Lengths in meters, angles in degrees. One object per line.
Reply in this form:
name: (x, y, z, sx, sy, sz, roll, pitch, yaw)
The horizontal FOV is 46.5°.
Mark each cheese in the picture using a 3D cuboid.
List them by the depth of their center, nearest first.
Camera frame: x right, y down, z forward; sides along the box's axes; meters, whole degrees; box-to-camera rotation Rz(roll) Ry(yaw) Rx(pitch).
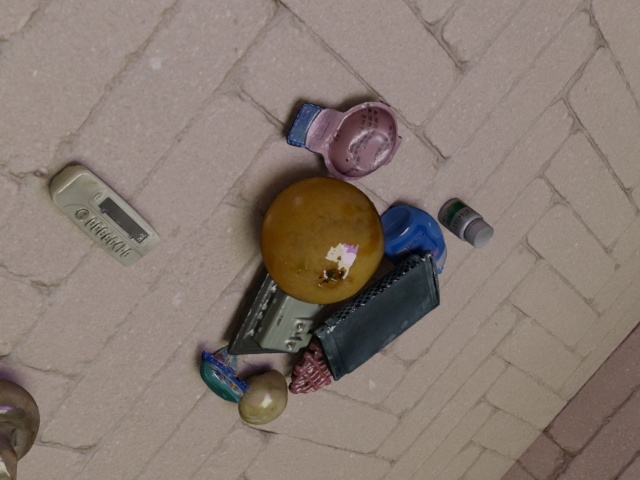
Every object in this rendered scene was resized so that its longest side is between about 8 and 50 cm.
cheese: (0.057, -0.209, 1.521, 0.285, 0.074, 0.189, 8, 116, -39)

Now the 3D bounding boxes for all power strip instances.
power strip: (-0.065, 0.169, 1.711, 0.251, 0.092, 0.257, 11, 114, -43)

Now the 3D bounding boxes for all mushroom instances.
mushroom: (-0.602, 0.358, 1.341, 0.204, 0.204, 0.204, -22, 134, -25)
mushroom: (-0.141, 0.379, 1.804, 0.148, 0.112, 0.148, -24, 137, -25)

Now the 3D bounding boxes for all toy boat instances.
toy boat: (-0.221, 0.287, 1.703, 0.175, 0.091, 0.110, 58, 46, -45)

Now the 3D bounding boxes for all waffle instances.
waffle: (0.016, 0.302, 1.894, 0.234, 0.055, 0.221, -8, 131, -47)

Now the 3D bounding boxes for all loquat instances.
loquat: (0.000, 0.000, 1.527, 0.263, 0.263, 0.263, -22, 134, -25)

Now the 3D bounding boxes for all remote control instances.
remote control: (-0.379, -0.044, 1.310, 0.090, 0.049, 0.230, -42, 139, -5)

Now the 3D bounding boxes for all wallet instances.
wallet: (0.139, 0.177, 1.805, 0.342, 0.075, 0.237, -35, 144, -13)

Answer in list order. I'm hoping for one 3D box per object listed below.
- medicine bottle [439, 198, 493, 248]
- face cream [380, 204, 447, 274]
medicine bottle: (0.366, -0.041, 1.867, 0.080, 0.130, 0.080, -21, 133, -25)
face cream: (0.237, 0.012, 1.838, 0.149, 0.083, 0.264, -40, 140, 6)
